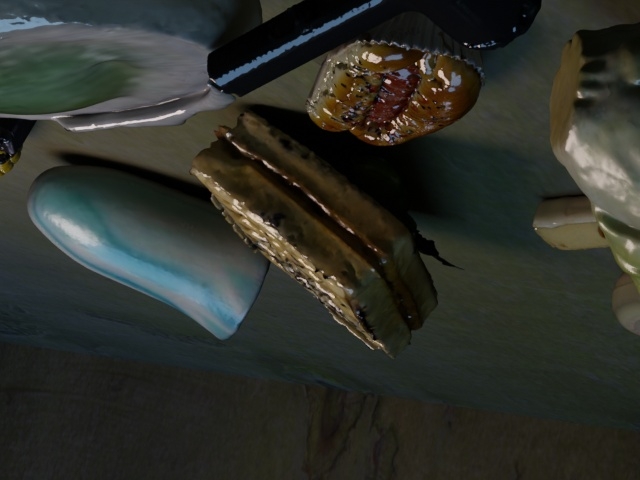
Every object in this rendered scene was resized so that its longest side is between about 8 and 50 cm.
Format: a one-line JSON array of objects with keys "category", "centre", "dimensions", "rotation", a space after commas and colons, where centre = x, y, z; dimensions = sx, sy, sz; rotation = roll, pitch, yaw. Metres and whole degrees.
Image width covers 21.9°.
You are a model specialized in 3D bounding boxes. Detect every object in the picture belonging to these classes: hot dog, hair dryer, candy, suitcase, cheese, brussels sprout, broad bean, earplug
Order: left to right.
[{"category": "suitcase", "centre": [-0.335, -0.152, 1.788], "dimensions": [0.059, 0.126, 0.086], "rotation": [28, 167, 1]}, {"category": "candy", "centre": [-0.254, -0.198, 1.388], "dimensions": [0.426, 0.186, 0.386], "rotation": [2, 172, 26]}, {"category": "earplug", "centre": [-0.242, -0.004, 2.226], "dimensions": [0.324, 0.185, 0.185], "rotation": [21, 165, -17]}, {"category": "hair dryer", "centre": [0.018, -0.178, 1.248], "dimensions": [0.251, 0.089, 0.197], "rotation": [-30, 147, 23]}, {"category": "broad bean", "centre": [0.088, -0.044, 1.973], "dimensions": [0.098, 0.056, 0.318], "rotation": [19, 170, 28]}, {"category": "hot dog", "centre": [0.071, -0.146, 1.541], "dimensions": [0.144, 0.075, 0.268], "rotation": [18, 163, -10]}, {"category": "cheese", "centre": [0.475, 0.070, 2.047], "dimensions": [0.163, 0.082, 0.286], "rotation": [16, 165, -18]}, {"category": "brussels sprout", "centre": [0.334, -0.057, 1.305], "dimensions": [0.316, 0.243, 0.274], "rotation": [11, 160, 21]}]

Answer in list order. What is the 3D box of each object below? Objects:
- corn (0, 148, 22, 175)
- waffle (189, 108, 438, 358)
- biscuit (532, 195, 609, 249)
[{"category": "corn", "centre": [-0.410, -0.134, 2.004], "dimensions": [0.101, 0.101, 0.291], "rotation": [14, 169, -7]}, {"category": "waffle", "centre": [0.000, 0.000, 1.951], "dimensions": [0.261, 0.114, 0.376], "rotation": [36, 174, 16]}, {"category": "biscuit", "centre": [0.319, -0.025, 1.864], "dimensions": [0.056, 0.052, 0.188], "rotation": [36, 155, -30]}]
